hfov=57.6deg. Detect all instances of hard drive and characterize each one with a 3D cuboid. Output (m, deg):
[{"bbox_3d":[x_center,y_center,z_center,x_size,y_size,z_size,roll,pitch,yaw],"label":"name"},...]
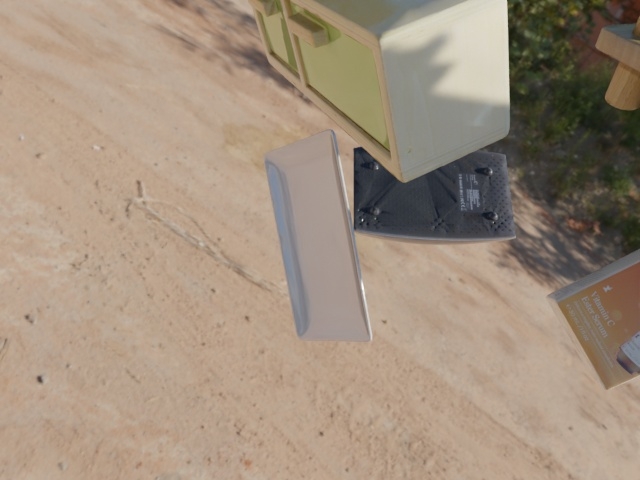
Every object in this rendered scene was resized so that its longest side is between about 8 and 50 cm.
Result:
[{"bbox_3d":[0.178,-0.070,0.947,0.255,0.054,0.172,2,65,-2],"label":"hard drive"}]

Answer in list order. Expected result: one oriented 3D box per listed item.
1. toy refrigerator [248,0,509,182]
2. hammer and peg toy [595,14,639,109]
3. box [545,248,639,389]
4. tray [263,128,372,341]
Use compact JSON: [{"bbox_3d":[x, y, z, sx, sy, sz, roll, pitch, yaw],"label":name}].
[{"bbox_3d":[0.023,-0.158,0.452,0.094,0.102,0.269,-25,40,-10],"label":"toy refrigerator"},{"bbox_3d":[0.485,-0.163,0.567,0.361,0.127,0.266,-11,42,-21],"label":"hammer and peg toy"},{"bbox_3d":[0.411,0.094,0.764,0.130,0.170,0.091,61,12,7],"label":"box"},{"bbox_3d":[0.000,0.000,0.778,0.030,0.145,0.270,-11,91,-44],"label":"tray"}]
